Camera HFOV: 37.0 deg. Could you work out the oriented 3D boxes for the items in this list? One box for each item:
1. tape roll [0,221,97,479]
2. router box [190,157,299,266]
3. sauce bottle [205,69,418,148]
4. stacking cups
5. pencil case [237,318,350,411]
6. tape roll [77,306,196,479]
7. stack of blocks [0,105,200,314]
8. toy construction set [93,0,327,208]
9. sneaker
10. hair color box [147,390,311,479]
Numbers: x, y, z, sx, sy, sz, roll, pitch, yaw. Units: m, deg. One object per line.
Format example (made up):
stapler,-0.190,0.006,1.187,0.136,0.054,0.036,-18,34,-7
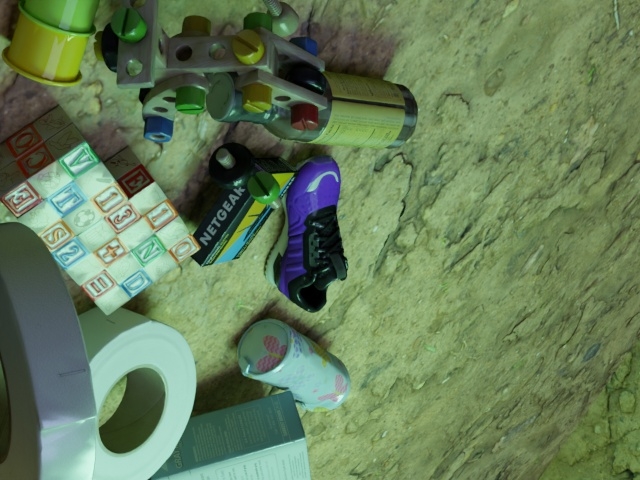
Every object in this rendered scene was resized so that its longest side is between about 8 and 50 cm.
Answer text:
tape roll,-0.390,0.170,1.200,0.072,0.392,0.392,-9,133,-35
router box,-0.120,-0.045,1.469,0.179,0.046,0.133,-54,166,17
sauce bottle,-0.009,-0.198,1.401,0.344,0.111,0.111,2,126,-41
stacking cups,-0.265,-0.328,1.050,0.096,0.096,0.316,0,127,-42
pencil case,-0.048,0.241,1.812,0.124,0.113,0.273,-32,145,11
tape roll,-0.323,0.248,1.486,0.286,0.100,0.286,-27,125,-48
stack of blocks,-0.305,-0.045,1.308,0.171,0.087,0.297,-36,143,-7
toy construction set,-0.120,-0.245,1.135,0.309,0.257,0.237,-63,157,-9
sneaker,0.001,0.000,1.578,0.102,0.146,0.293,-15,137,-31
hair color box,-0.213,0.415,1.760,0.374,0.113,0.185,-14,139,-9
